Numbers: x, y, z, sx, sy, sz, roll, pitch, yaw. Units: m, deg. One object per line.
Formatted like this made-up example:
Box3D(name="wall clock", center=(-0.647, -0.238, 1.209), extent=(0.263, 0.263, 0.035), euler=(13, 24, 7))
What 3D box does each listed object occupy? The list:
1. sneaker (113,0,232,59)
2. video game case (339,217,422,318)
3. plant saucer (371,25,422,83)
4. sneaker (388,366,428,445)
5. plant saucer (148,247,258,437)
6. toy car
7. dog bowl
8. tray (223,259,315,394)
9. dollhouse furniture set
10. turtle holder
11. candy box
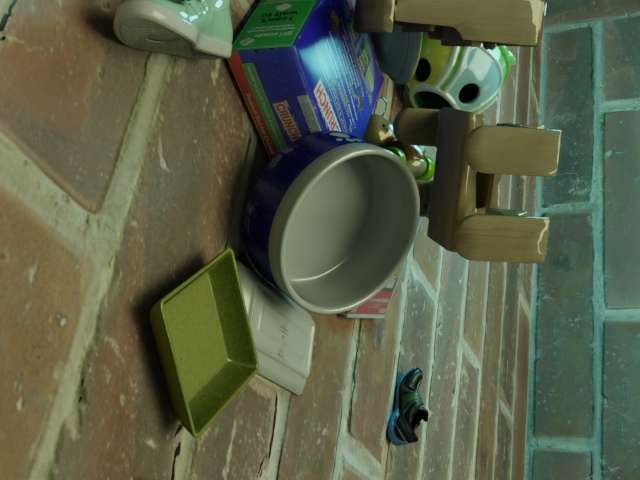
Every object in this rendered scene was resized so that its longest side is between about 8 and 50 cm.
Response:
Box3D(name="sneaker", center=(-0.179, -0.309, 1.042), extent=(0.256, 0.094, 0.151), euler=(-23, 114, -75))
Box3D(name="video game case", center=(0.131, 0.017, 1.664), extent=(0.204, 0.025, 0.285), euler=(13, 98, -65))
Box3D(name="plant saucer", center=(0.094, -0.486, 1.571), extent=(0.400, 0.100, 0.400), euler=(172, -90, -83))
Box3D(name="sneaker", center=(0.200, 0.360, 1.844), extent=(0.188, 0.078, 0.067), euler=(-72, 149, -41))
Box3D(name="plant saucer", center=(-0.155, 0.127, 1.106), extent=(0.188, 0.045, 0.188), euler=(-43, 126, -60))
Box3D(name="toy car", center=(0.125, -0.204, 1.689), extent=(0.155, 0.149, 0.188), euler=(4, 72, -56))
Box3D(name="dog bowl", center=(0.019, -0.028, 1.289), extent=(0.265, 0.104, 0.265), euler=(-20, 124, -32))
Box3D(name="tray", center=(-0.068, 0.142, 1.324), extent=(0.270, 0.030, 0.145), euler=(44, 49, -57))
Box3D(name="dollhouse furniture set", center=(0.183, -0.188, 1.354), extent=(0.362, 0.256, 0.394), euler=(-131, -135, -72))
Box3D(name="turtle holder", center=(0.301, -0.415, 1.979), extent=(0.227, 0.243, 0.320), euler=(-62, 154, -22))
Box3D(name="candy box", center=(-0.010, -0.281, 1.394), extent=(0.317, 0.122, 0.268), euler=(-70, 149, -44))
